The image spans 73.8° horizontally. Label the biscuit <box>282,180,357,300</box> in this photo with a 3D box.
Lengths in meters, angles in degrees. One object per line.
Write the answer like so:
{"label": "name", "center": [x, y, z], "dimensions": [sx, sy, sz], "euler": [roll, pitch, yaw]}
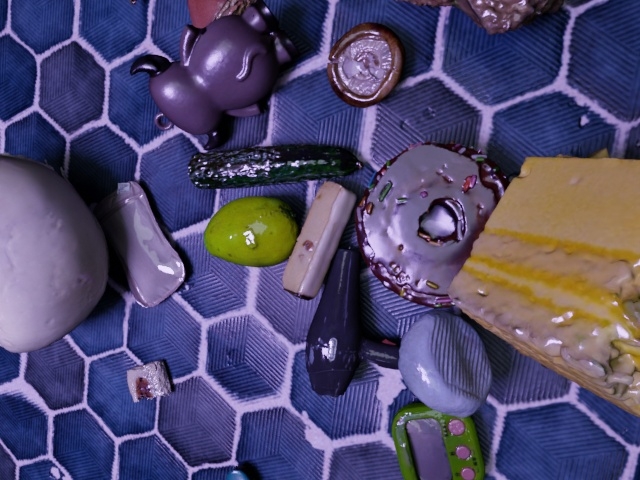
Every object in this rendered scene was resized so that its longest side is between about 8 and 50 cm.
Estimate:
{"label": "biscuit", "center": [0.000, 0.000, 0.668], "dimensions": [0.056, 0.052, 0.188], "euler": [18, 86, 49]}

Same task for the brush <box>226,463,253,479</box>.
{"label": "brush", "center": [-0.113, 0.491, 0.776], "dimensions": [0.043, 0.032, 0.194], "euler": [-24, 99, 12]}

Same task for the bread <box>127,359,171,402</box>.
{"label": "bread", "center": [-0.331, 0.270, 0.820], "dimensions": [0.083, 0.035, 0.070], "euler": [-14, 88, 20]}

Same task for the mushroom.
{"label": "mushroom", "center": [0.070, -0.266, 0.652], "dimensions": [0.123, 0.052, 0.123], "euler": [4, 101, 21]}

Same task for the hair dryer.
{"label": "hair dryer", "center": [0.117, 0.140, 0.671], "dimensions": [0.271, 0.091, 0.236], "euler": [9, 86, 4]}

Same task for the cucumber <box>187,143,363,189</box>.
{"label": "cucumber", "center": [-0.076, -0.123, 0.700], "dimensions": [0.293, 0.067, 0.068], "euler": [-1, 93, 16]}

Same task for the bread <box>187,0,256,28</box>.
{"label": "bread", "center": [-0.172, -0.416, 0.706], "dimensions": [0.119, 0.067, 0.193], "euler": [-17, 89, 17]}

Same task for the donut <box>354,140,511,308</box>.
{"label": "donut", "center": [0.170, -0.023, 0.619], "dimensions": [0.235, 0.089, 0.235], "euler": [1, 94, 18]}

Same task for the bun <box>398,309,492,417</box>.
{"label": "bun", "center": [0.165, 0.168, 0.582], "dimensions": [0.141, 0.140, 0.083], "euler": [52, 139, 7]}

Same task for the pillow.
{"label": "pillow", "center": [-0.341, 0.005, 0.802], "dimensions": [0.130, 0.038, 0.233], "euler": [-34, 84, 14]}

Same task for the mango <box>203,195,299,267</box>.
{"label": "mango", "center": [-0.119, -0.011, 0.704], "dimensions": [0.178, 0.100, 0.119], "euler": [-10, 93, 25]}

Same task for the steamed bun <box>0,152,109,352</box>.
{"label": "steamed bun", "center": [-0.510, 0.019, 0.749], "dimensions": [0.312, 0.233, 0.334], "euler": [39, 136, 11]}

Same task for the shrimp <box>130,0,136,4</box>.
{"label": "shrimp", "center": [-0.353, -0.509, 0.772], "dimensions": [0.091, 0.043, 0.184], "euler": [-25, 80, 24]}

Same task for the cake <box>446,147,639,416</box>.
{"label": "cake", "center": [0.333, 0.021, 0.464], "dimensions": [0.222, 0.227, 0.286], "euler": [32, 88, -25]}

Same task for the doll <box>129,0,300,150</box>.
{"label": "doll", "center": [-0.165, -0.263, 0.679], "dimensions": [0.257, 0.117, 0.182], "euler": [-31, 126, 17]}

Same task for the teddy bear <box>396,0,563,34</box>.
{"label": "teddy bear", "center": [0.176, -0.409, 0.522], "dimensions": [0.222, 0.246, 0.296], "euler": [7, 126, 34]}

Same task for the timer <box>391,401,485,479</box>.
{"label": "timer", "center": [0.181, 0.319, 0.663], "dimensions": [0.127, 0.047, 0.140], "euler": [-14, 90, 16]}
